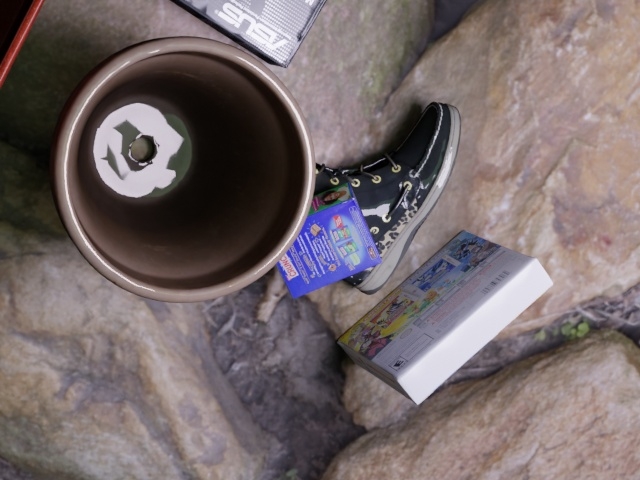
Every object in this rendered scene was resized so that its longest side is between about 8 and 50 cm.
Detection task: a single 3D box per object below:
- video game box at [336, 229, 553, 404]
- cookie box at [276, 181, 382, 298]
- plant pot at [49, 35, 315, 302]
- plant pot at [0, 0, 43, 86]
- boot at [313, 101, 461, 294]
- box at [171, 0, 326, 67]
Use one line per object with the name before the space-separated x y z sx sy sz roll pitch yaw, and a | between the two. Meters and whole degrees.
video game box | 0.136 0.082 1.852 0.205 0.187 0.048 -40 113 -9
cookie box | 0.000 0.000 1.796 0.107 0.040 0.091 -22 120 4
plant pot | -0.164 -0.083 1.696 0.263 0.229 0.263 -3 100 -19
plant pot | -0.385 -0.219 1.504 0.267 0.236 0.267 29 105 -4
boot | 0.037 -0.072 1.838 0.179 0.085 0.236 24 101 -21
box | -0.097 -0.345 1.766 0.270 0.060 0.216 32 87 -21
